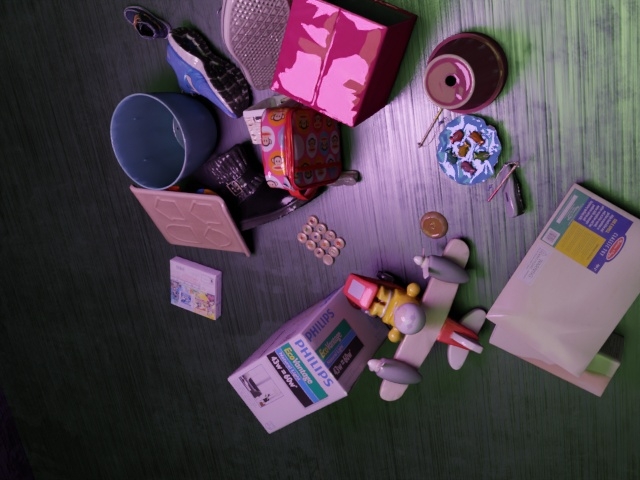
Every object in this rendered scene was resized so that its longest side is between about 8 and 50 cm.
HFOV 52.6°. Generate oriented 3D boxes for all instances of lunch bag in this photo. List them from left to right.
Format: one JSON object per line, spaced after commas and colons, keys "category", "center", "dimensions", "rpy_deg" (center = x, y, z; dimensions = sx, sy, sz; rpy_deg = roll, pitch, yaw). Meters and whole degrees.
{"category": "lunch bag", "center": [-0.049, -0.240, 1.791], "dimensions": [0.120, 0.293, 0.259], "rpy_deg": [4, 103, 29]}

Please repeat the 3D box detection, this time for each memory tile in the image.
{"category": "memory tile", "center": [0.000, 0.000, 2.050], "dimensions": [0.148, 0.012, 0.113], "rpy_deg": [40, 124, 8]}

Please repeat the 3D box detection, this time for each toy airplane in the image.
{"category": "toy airplane", "center": [0.283, 0.227, 1.828], "dimensions": [0.384, 0.272, 0.387], "rpy_deg": [-20, 85, 13]}

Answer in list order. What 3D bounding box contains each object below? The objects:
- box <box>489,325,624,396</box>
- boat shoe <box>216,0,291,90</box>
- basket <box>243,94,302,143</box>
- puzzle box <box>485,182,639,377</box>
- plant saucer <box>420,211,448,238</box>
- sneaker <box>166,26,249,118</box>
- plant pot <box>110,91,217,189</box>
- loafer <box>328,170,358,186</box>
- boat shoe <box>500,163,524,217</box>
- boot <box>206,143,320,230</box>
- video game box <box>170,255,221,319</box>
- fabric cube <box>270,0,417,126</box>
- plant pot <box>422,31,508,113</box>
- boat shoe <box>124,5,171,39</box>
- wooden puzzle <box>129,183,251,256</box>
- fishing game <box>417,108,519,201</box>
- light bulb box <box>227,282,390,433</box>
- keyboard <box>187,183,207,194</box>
{"category": "box", "center": [0.630, 0.267, 1.734], "dimensions": [0.311, 0.148, 0.121], "rpy_deg": [26, 121, 19]}
{"category": "boat shoe", "center": [-0.173, -0.559, 1.677], "dimensions": [0.186, 0.500, 0.156], "rpy_deg": [-24, 80, -3]}
{"category": "basket", "center": [-0.129, -0.354, 1.881], "dimensions": [0.113, 0.167, 0.103], "rpy_deg": [0, 117, 29]}
{"category": "puzzle box", "center": [0.639, 0.098, 1.613], "dimensions": [0.272, 0.052, 0.409], "rpy_deg": [34, 100, 16]}
{"category": "plant saucer", "center": [0.322, -0.041, 1.851], "dimensions": [0.083, 0.015, 0.084], "rpy_deg": [12, 116, 25]}
{"category": "sneaker", "center": [-0.349, -0.493, 1.985], "dimensions": [0.330, 0.129, 0.147], "rpy_deg": [48, 139, 7]}
{"category": "plant pot", "center": [-0.466, -0.330, 2.031], "dimensions": [0.292, 0.235, 0.293], "rpy_deg": [11, 114, 25]}
{"category": "loafer", "center": [0.056, -0.187, 1.929], "dimensions": [0.125, 0.039, 0.045], "rpy_deg": [5, 146, 30]}
{"category": "boat shoe", "center": [0.504, -0.132, 1.697], "dimensions": [0.040, 0.049, 0.142], "rpy_deg": [-11, 96, -13]}
{"category": "boot", "center": [-0.187, -0.188, 2.002], "dimensions": [0.347, 0.131, 0.260], "rpy_deg": [-17, 101, 34]}
{"category": "video game box", "center": [-0.453, 0.173, 2.357], "dimensions": [0.205, 0.048, 0.187], "rpy_deg": [17, 116, 22]}
{"category": "fabric cube", "center": [0.060, -0.483, 1.658], "dimensions": [0.259, 0.254, 0.258], "rpy_deg": [27, 123, 12]}
{"category": "plant pot", "center": [0.339, -0.402, 1.587], "dimensions": [0.201, 0.180, 0.202], "rpy_deg": [12, 116, 26]}
{"category": "boat shoe", "center": [-0.560, -0.683, 2.026], "dimensions": [0.183, 0.083, 0.065], "rpy_deg": [28, 122, 16]}
{"category": "wooden puzzle", "center": [-0.411, -0.078, 2.122], "dimensions": [0.347, 0.081, 0.322], "rpy_deg": [11, 151, 18]}
{"category": "fishing game", "center": [0.384, -0.234, 1.701], "dimensions": [0.264, 0.041, 0.189], "rpy_deg": [45, 127, 17]}
{"category": "light bulb box", "center": [-0.029, 0.357, 2.010], "dimensions": [0.361, 0.358, 0.225], "rpy_deg": [-36, 93, 36]}
{"category": "keyboard", "center": [-0.428, -0.115, 2.233], "dimensions": [0.100, 0.038, 0.192], "rpy_deg": [13, 122, 10]}
